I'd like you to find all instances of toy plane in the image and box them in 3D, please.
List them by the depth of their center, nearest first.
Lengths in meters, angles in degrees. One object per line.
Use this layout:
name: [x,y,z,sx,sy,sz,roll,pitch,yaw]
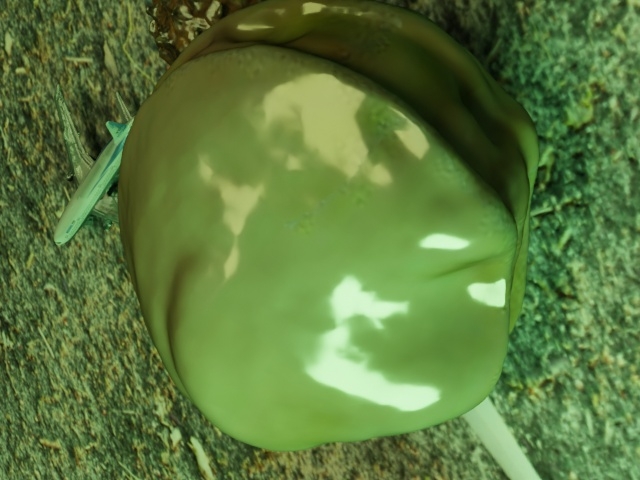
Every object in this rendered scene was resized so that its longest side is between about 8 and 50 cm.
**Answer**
toy plane: [-0.253,-0.069,1.427,0.226,0.058,0.226,51,137,16]

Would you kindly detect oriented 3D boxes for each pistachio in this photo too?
pistachio: [0.000,0.000,1.029,0.365,0.281,0.445,34,139,-1]

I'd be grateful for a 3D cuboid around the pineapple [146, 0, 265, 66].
pineapple: [-0.058,-0.313,1.079,0.165,0.165,0.365,31,121,35]
